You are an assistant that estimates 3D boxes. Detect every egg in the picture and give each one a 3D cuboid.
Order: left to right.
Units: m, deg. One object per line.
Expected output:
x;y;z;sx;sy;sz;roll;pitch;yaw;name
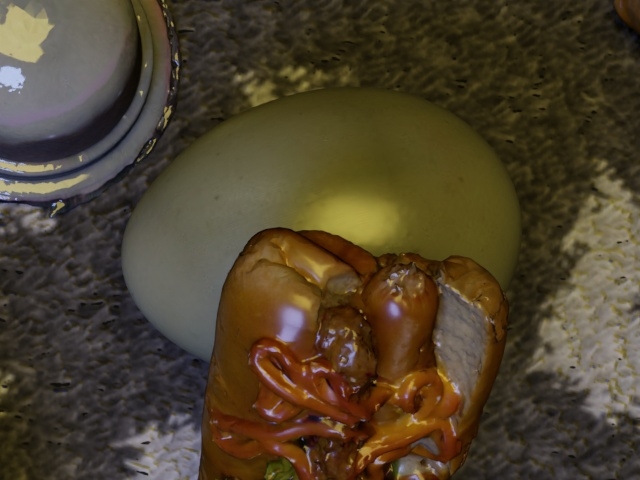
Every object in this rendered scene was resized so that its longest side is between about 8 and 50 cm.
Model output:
0.000;0.000;1.083;0.254;0.188;0.188;-10;82;2;egg

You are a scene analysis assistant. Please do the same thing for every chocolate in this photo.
-0.196;-0.124;1.112;0.221;0.147;0.221;0;85;-2;chocolate

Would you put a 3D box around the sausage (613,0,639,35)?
0.428;-0.066;1.155;0.501;0.123;0.136;36;110;2;sausage

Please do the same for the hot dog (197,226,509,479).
0.004;0.127;0.998;0.158;0.349;0.117;8;50;-6;hot dog
